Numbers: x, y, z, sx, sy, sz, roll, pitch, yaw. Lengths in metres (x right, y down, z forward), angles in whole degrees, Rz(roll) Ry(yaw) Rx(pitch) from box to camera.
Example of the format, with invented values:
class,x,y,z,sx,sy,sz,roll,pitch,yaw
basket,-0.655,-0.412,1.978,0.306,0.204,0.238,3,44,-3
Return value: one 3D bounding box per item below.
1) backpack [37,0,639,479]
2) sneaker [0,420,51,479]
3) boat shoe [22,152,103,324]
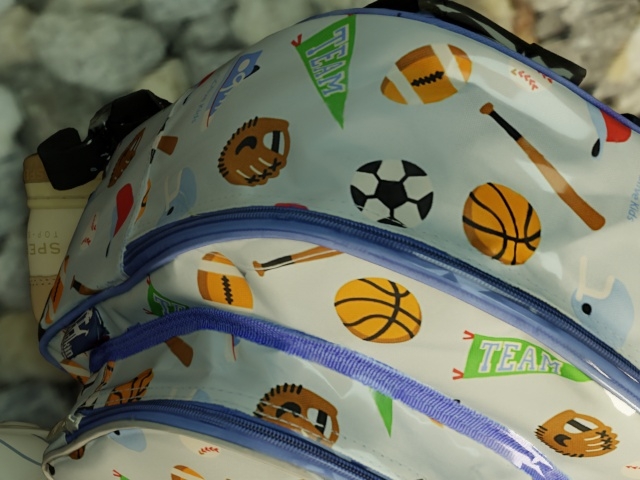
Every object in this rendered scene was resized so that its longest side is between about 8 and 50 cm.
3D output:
class,x,y,z,sx,sy,sz,roll,pitch,yaw
backpack,0.026,0.034,0.624,0.276,0.263,0.213,24,58,-17
sneaker,-0.089,0.140,0.745,0.297,0.129,0.111,1,85,-23
boat shoe,0.000,0.000,0.818,0.302,0.109,0.098,-1,90,-19
